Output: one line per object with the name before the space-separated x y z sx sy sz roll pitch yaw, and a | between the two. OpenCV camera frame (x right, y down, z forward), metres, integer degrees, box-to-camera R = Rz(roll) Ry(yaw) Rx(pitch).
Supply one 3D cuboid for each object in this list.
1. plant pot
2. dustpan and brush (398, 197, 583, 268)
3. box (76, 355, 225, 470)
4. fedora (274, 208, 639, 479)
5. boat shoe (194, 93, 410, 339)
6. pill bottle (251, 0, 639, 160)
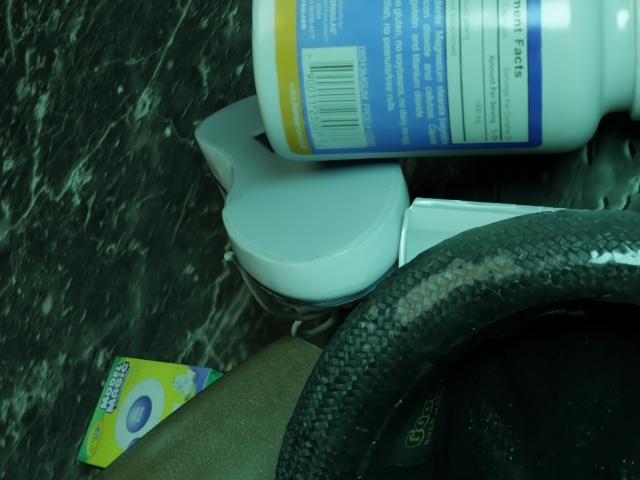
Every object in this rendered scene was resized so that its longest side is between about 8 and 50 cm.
plant pot | -0.050 0.187 0.877 0.230 0.215 0.215 -52 33 -15
dustpan and brush | 0.116 0.087 0.815 0.060 0.147 0.211 -94 8 -75
box | -0.148 0.158 1.135 0.179 0.043 0.105 -2 64 52
fedora | 0.135 0.131 0.659 0.334 0.334 0.152 -45 4 21
boat shoe | -0.008 0.003 0.983 0.136 0.156 0.367 -25 23 -8
pill bottle | 0.101 -0.130 0.842 0.272 0.152 0.152 -2 58 9
